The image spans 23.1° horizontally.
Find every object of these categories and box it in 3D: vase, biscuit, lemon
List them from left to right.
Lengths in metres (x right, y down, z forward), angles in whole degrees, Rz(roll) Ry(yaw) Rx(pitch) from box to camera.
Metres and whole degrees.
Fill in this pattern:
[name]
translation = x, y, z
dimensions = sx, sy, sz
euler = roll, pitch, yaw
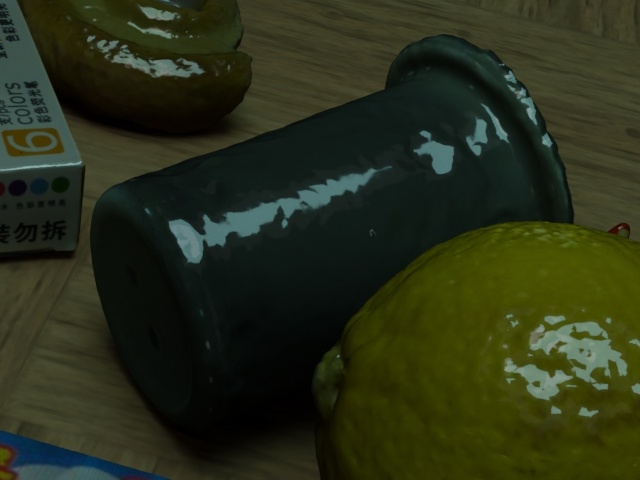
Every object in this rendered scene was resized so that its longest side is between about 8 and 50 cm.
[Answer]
[biscuit]
translation = -0.176, -0.204, 1.443
dimensions = 0.213, 0.091, 0.274
euler = -1, 41, -20
[vase]
translation = 0.000, 0.000, 1.118
dimensions = 0.291, 0.245, 0.245
euler = -18, 46, -28
[lemon]
translation = 0.139, 0.121, 0.962
dimensions = 0.293, 0.293, 0.293
euler = 8, 37, -6

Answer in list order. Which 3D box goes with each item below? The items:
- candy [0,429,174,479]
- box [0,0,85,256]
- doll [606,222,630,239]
[candy]
translation = -0.190, 0.245, 0.853
dimensions = 0.157, 0.100, 0.306
euler = 15, 36, 3
[box]
translation = -0.322, -0.094, 1.260
dimensions = 0.220, 0.091, 0.274
euler = -7, 41, -23
[doll]
translation = 0.187, 0.045, 1.252
dimensions = 0.109, 0.057, 0.169
euler = 2, 50, 14
